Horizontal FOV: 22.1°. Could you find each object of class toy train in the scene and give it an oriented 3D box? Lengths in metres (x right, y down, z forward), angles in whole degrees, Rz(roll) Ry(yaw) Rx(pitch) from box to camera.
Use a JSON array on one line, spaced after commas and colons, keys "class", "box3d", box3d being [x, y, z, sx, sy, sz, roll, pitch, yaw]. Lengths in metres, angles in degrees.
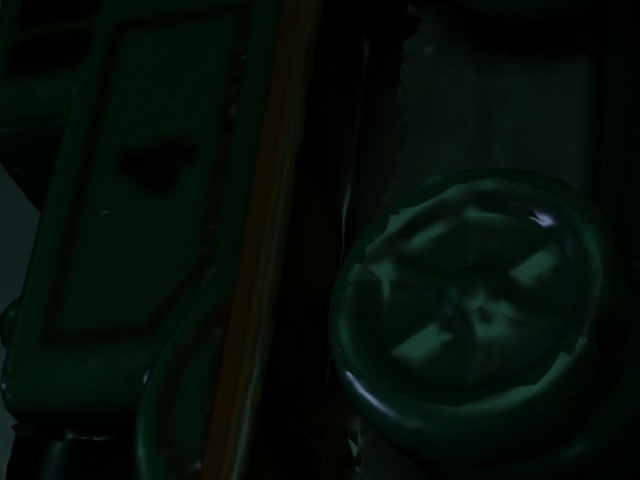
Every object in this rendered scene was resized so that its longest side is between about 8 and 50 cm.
[{"class": "toy train", "box3d": [0.000, 0.000, 0.542, 0.249, 0.178, 0.429, -5, 56, 21]}]
